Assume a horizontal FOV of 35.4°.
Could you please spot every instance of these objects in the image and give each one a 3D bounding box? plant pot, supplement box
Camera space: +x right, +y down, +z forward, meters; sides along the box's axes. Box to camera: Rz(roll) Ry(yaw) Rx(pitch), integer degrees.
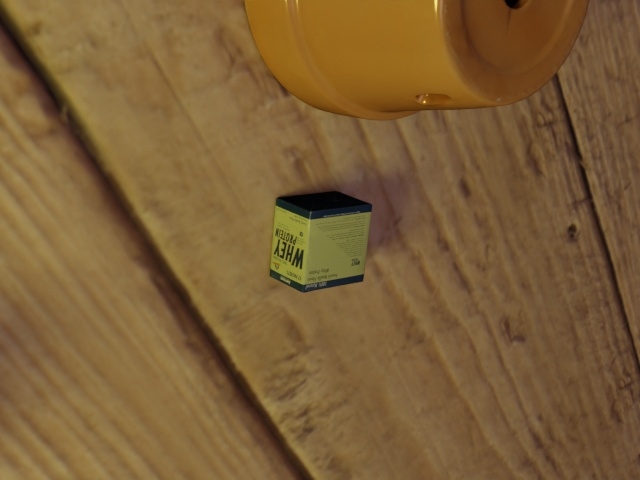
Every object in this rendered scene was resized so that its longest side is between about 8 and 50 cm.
[{"bbox_3d":[0.103,-0.238,0.903,0.290,0.203,0.291,-16,117,-35],"label":"plant pot"},{"bbox_3d":[0.000,0.000,1.006,0.083,0.056,0.083,-9,112,-39],"label":"supplement box"}]
